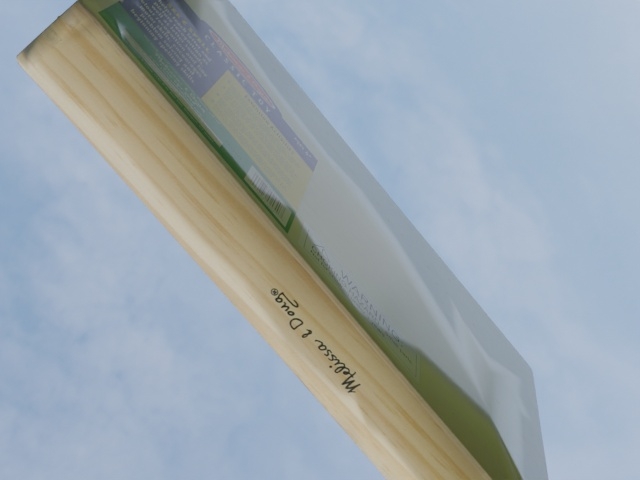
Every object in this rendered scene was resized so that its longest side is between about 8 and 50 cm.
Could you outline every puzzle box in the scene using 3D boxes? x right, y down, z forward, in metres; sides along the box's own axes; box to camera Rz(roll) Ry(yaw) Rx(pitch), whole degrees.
[{"bbox_3d":[0.000,0.000,0.846,0.409,0.052,0.272,50,-164,-10],"label":"puzzle box"}]
